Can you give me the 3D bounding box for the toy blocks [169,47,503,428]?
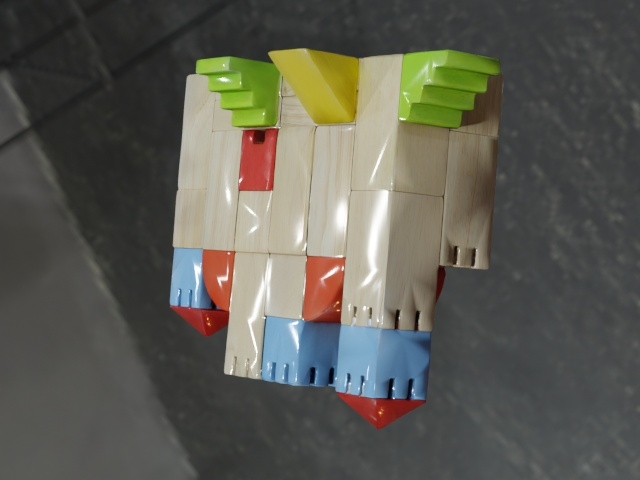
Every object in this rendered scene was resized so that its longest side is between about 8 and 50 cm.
[{"bbox_3d":[0.000,0.000,1.294,0.381,0.191,0.261,3,88,54],"label":"toy blocks"}]
